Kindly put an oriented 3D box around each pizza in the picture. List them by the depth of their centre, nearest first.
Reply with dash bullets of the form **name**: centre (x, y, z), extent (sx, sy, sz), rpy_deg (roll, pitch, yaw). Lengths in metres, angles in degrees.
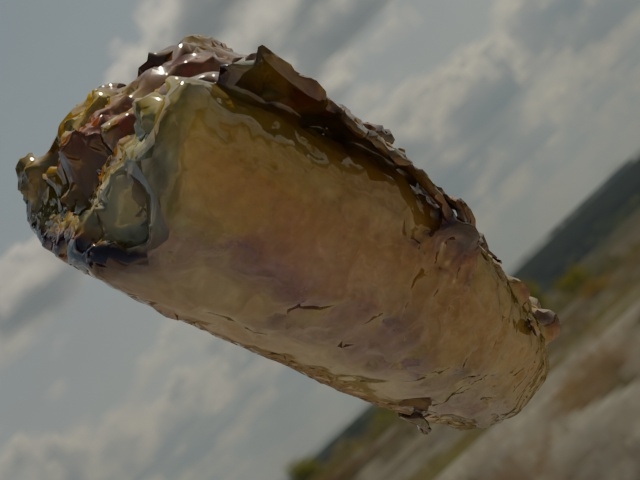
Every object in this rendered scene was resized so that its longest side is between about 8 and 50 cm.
- **pizza**: centre (0.000, 0.000, 0.648), extent (0.085, 0.161, 0.305), rpy_deg (-64, -19, -3)
